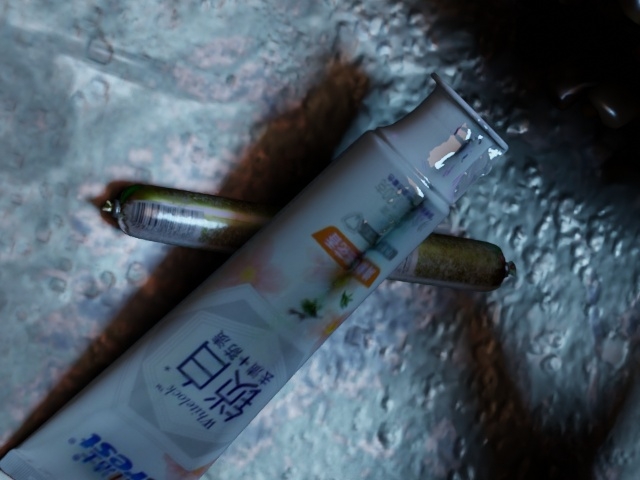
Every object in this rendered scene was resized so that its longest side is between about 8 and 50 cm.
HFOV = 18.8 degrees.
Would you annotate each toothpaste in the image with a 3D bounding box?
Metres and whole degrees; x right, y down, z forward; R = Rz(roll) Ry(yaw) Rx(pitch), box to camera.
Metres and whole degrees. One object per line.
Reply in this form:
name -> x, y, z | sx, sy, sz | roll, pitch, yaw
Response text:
toothpaste -> -0.032, 0.041, 1.066 | 0.323, 0.066, 0.100 | -45, 116, 6

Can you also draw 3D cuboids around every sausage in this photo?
sausage -> 0.000, 0.001, 1.114 | 0.269, 0.033, 0.032 | 9, 93, -26

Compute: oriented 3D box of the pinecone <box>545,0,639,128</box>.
pinecone -> 0.298, -0.142, 1.054 | 0.398, 0.398, 0.397 | -4, 98, -25
